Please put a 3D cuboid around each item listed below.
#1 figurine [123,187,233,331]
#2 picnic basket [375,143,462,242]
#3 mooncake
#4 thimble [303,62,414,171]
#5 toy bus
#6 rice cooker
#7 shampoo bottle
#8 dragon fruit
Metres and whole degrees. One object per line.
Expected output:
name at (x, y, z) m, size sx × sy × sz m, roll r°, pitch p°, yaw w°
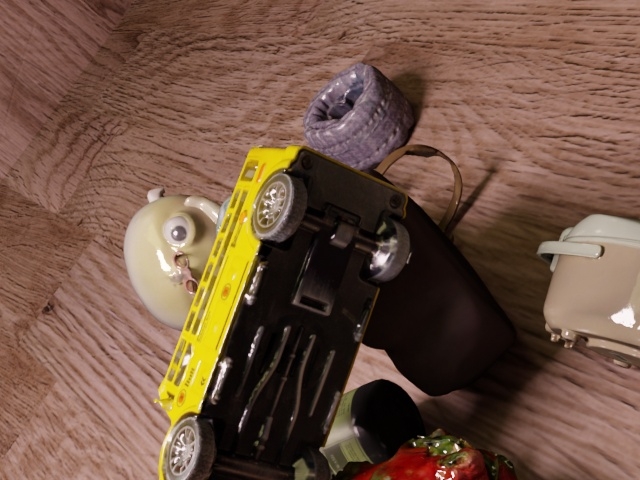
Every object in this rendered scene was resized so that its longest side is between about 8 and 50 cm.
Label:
figurine at (-0.079, -0.016, 1.472) m, size 0.394 × 0.227 × 0.274 m, roll -18°, pitch 15°, yaw 33°
picnic basket at (0.098, -0.031, 1.271) m, size 0.138 × 0.128 × 0.178 m, roll 39°, pitch 107°, yaw 56°
mooncake at (0.092, 0.046, 1.095) m, size 0.133 × 0.245 × 0.245 m, roll -47°, pitch 31°, yaw 6°
thimble at (0.054, -0.173, 1.510) m, size 0.150 × 0.098 × 0.150 m, roll -33°, pitch 34°, yaw 26°
toy bus at (-0.048, 0.086, 0.953) m, size 0.152 × 0.144 × 0.330 m, roll 15°, pitch 84°, yaw 57°
rice cooker at (0.286, 0.050, 0.937) m, size 0.206 × 0.145 × 0.127 m, roll 3°, pitch 70°, yaw 56°
shampoo bottle at (-0.022, 0.246, 1.161) m, size 0.284 × 0.101 × 0.101 m, roll -29°, pitch 37°, yaw 31°
dragon fruit at (0.068, 0.266, 0.961) m, size 0.269 × 0.198 × 0.200 m, roll -3°, pitch 75°, yaw 60°
